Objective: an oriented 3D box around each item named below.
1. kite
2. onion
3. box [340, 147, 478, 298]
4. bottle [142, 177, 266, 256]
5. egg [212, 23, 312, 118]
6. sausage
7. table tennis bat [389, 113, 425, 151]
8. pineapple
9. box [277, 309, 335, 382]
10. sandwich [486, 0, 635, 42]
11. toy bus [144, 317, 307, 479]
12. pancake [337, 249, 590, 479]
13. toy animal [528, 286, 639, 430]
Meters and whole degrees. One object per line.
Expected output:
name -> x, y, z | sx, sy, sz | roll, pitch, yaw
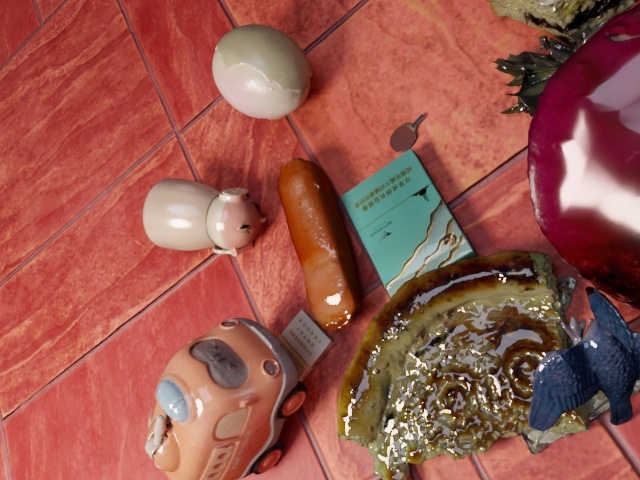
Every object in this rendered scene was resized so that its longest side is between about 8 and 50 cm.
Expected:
kite -> 0.343, 0.183, 0.877 | 0.323, 0.013, 0.268 | 8, 80, 29
onion -> 0.430, -0.066, 0.654 | 0.398, 0.420, 0.398 | 6, 117, 12
box -> 0.148, -0.027, 1.035 | 0.162, 0.041, 0.229 | -35, 61, 17
bottle -> -0.225, -0.046, 1.198 | 0.236, 0.147, 0.148 | 7, 78, 23
egg -> -0.112, -0.336, 1.193 | 0.217, 0.183, 0.183 | 37, 94, 43
sausage -> 0.001, 0.000, 1.082 | 0.097, 0.094, 0.348 | -33, 62, 32
table tennis bat -> 0.164, -0.201, 1.101 | 0.083, 0.007, 0.050 | -48, 58, 11
pineapple -> 0.440, -0.270, 0.899 | 0.364, 0.165, 0.166 | -16, 67, 33
box -> -0.056, 0.218, 1.084 | 0.167, 0.024, 0.090 | -51, 58, 7
sandwich -> 0.410, -0.494, 0.983 | 0.262, 0.131, 0.325 | 2, 73, 29
toy bus -> -0.179, 0.280, 0.994 | 0.194, 0.232, 0.288 | 40, 121, 35
pancake -> 0.193, 0.199, 0.906 | 0.426, 0.067, 0.305 | -28, 68, 17
toy animal -> 0.360, 0.154, 0.742 | 0.239, 0.176, 0.255 | -23, 103, 13
